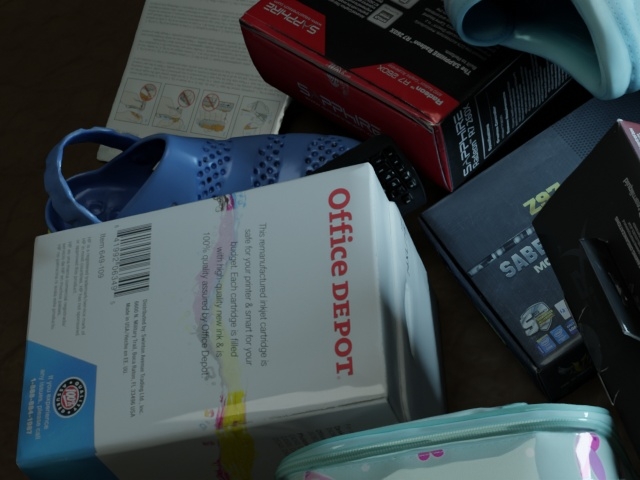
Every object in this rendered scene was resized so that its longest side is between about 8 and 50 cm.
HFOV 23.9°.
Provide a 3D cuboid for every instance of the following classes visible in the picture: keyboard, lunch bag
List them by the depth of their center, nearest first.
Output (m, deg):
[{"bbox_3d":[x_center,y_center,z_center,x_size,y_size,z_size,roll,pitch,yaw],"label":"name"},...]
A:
[{"bbox_3d":[0.106,0.189,0.962,0.224,0.279,0.108,-14,65,12],"label":"lunch bag"},{"bbox_3d":[0.000,0.000,1.214,0.192,0.100,0.038,-31,21,20],"label":"keyboard"}]

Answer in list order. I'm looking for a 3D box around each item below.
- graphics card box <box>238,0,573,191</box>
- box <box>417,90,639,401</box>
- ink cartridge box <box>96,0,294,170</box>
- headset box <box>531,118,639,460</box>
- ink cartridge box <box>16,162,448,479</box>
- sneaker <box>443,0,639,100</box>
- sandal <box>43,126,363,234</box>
[{"bbox_3d":[0.143,-0.226,1.300,0.233,0.094,0.371,33,66,34],"label":"graphics card box"},{"bbox_3d":[0.219,-0.011,1.181,0.232,0.059,0.183,-33,52,-2],"label":"box"},{"bbox_3d":[-0.092,-0.166,1.422,0.189,0.066,0.232,11,84,26],"label":"ink cartridge box"},{"bbox_3d":[0.288,0.048,0.977,0.110,0.293,0.218,-55,40,38],"label":"headset box"},{"bbox_3d":[-0.056,0.098,1.128,0.270,0.197,0.198,-12,54,14],"label":"ink cartridge box"},{"bbox_3d":[0.129,-0.232,1.158,0.150,0.135,0.366,-38,55,-24],"label":"sneaker"},{"bbox_3d":[-0.106,-0.040,1.276,0.317,0.138,0.126,-7,57,14],"label":"sandal"}]
